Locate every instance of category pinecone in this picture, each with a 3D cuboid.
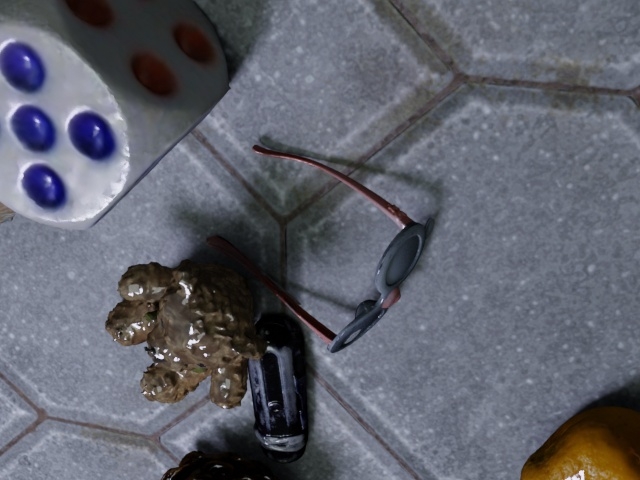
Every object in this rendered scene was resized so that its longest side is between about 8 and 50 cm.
[{"bbox_3d":[-0.156,0.437,1.464,0.224,0.272,0.224,0,87,2],"label":"pinecone"}]

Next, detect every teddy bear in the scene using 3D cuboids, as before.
[{"bbox_3d":[-0.196,0.139,1.315,0.296,0.222,0.246,-33,92,25],"label":"teddy bear"}]

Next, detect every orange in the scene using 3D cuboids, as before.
[{"bbox_3d":[0.391,0.339,1.270,0.249,0.183,0.248,-13,73,46],"label":"orange"}]

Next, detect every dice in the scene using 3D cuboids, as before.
[{"bbox_3d":[-0.283,-0.186,1.159,0.243,0.259,0.251,-37,102,31],"label":"dice"}]

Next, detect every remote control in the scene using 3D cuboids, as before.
[{"bbox_3d":[-0.066,0.238,1.425,0.090,0.066,0.265,6,118,17],"label":"remote control"}]

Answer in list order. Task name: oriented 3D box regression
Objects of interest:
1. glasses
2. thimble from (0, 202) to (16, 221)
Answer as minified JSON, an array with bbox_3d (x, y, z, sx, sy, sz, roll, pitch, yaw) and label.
[{"bbox_3d":[0.000,0.000,1.299,0.268,0.118,0.234,41,125,17],"label":"glasses"},{"bbox_3d":[-0.509,-0.123,1.306,0.148,0.196,0.229,-26,136,30],"label":"thimble"}]
